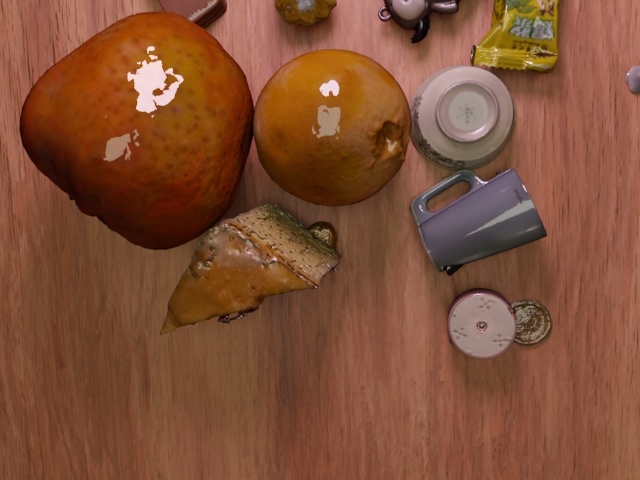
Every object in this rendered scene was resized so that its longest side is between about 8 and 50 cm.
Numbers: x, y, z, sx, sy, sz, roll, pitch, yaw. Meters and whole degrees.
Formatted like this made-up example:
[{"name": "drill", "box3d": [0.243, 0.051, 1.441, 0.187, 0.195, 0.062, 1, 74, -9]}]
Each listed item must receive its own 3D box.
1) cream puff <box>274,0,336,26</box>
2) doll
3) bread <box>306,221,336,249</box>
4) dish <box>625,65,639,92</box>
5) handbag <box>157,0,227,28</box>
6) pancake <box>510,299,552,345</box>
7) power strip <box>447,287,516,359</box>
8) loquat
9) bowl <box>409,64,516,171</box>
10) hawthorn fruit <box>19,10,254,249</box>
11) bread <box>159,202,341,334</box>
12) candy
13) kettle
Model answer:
[{"name": "cream puff", "box3d": [-0.040, -0.544, 1.378, 0.146, 0.116, 0.146, -3, 123, -5]}, {"name": "doll", "box3d": [0.235, -0.544, 1.336, 0.257, 0.117, 0.182, -29, 85, 7]}, {"name": "bread", "box3d": [0.000, 0.000, 1.450, 0.081, 0.046, 0.083, -33, 90, 7]}, {"name": "dish", "box3d": [0.724, -0.345, 1.339, 0.137, 0.039, 0.091, 1, 96, 5]}, {"name": "handbag", "box3d": [-0.302, -0.577, 1.418, 0.151, 0.072, 0.193, -30, 89, 8]}, {"name": "pancake", "box3d": [0.467, 0.185, 1.433, 0.115, 0.011, 0.115, 0, 95, 5]}, {"name": "power strip", "box3d": [0.356, 0.185, 1.406, 0.154, 0.078, 0.154, 2, 97, 14]}, {"name": "loquat", "box3d": [0.023, -0.229, 1.293, 0.328, 0.328, 0.328, 1, 95, 6]}, {"name": "bowl", "box3d": [0.307, -0.269, 1.352, 0.238, 0.126, 0.237, 0, 94, 6]}, {"name": "hawthorn fruit", "box3d": [-0.335, -0.220, 1.284, 0.472, 0.472, 0.472, 1, 95, 6]}, {"name": "bread", "box3d": [-0.141, 0.104, 1.359, 0.279, 0.248, 0.315, 28, 114, 8]}, {"name": "candy", "box3d": [0.424, -0.502, 1.336, 0.187, 0.081, 0.297, 7, 85, 5]}, {"name": "kettle", "box3d": [0.328, -0.056, 1.368, 0.243, 0.160, 0.210, -25, 74, 14]}]
